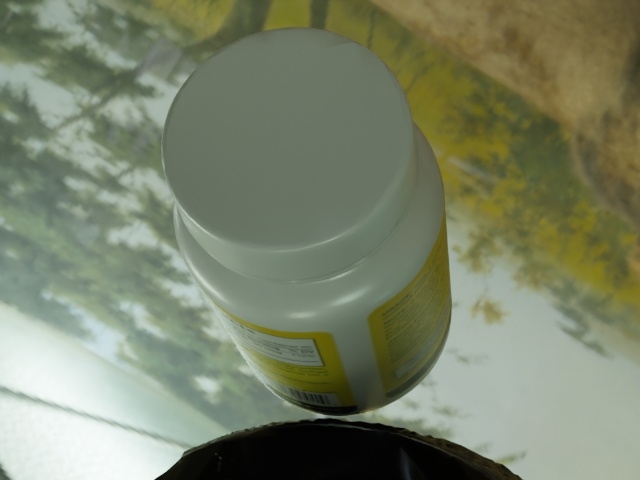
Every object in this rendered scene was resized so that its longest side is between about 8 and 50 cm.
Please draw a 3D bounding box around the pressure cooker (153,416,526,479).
[{"bbox_3d":[0.044,0.334,0.657,0.370,0.375,0.420,38,167,33],"label":"pressure cooker"}]

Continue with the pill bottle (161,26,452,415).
[{"bbox_3d":[0.000,0.000,0.530,0.119,0.119,0.208,33,164,19],"label":"pill bottle"}]
